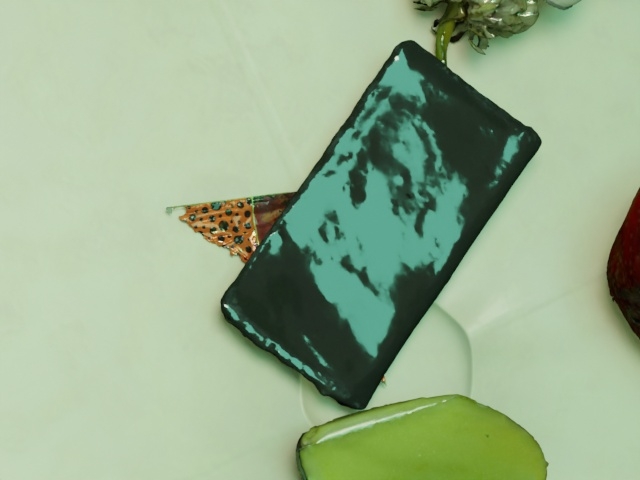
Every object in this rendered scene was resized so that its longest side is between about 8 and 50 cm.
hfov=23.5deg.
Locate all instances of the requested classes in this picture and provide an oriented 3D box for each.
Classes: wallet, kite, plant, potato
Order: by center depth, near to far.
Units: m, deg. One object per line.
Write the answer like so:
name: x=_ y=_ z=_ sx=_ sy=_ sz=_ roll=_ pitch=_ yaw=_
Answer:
potato: x=0.074 y=0.171 z=1.182 sx=0.197 sy=0.054 sz=0.119 roll=-2 pitch=103 yaw=-12
wallet: x=0.049 y=-0.014 z=1.214 sx=0.146 sy=0.030 sz=0.285 roll=38 pitch=72 yaw=-11
kite: x=0.000 y=0.000 z=1.217 sx=0.222 sy=0.008 sz=0.125 roll=40 pitch=68 yaw=-8
plant: x=0.114 y=-0.190 z=1.277 sx=0.116 sy=0.104 sz=0.122 roll=35 pitch=102 yaw=27

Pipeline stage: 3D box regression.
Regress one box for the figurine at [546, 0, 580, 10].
figurine: x=0.219 y=-0.330 z=1.262 sx=0.166 sy=0.141 sz=0.250 roll=0 pitch=70 yaw=-51

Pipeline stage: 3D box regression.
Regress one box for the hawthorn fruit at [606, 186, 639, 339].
hawthorn fruit: x=0.340 y=-0.004 z=1.267 sx=0.181 sy=0.181 sz=0.235 roll=48 pitch=55 yaw=-5
